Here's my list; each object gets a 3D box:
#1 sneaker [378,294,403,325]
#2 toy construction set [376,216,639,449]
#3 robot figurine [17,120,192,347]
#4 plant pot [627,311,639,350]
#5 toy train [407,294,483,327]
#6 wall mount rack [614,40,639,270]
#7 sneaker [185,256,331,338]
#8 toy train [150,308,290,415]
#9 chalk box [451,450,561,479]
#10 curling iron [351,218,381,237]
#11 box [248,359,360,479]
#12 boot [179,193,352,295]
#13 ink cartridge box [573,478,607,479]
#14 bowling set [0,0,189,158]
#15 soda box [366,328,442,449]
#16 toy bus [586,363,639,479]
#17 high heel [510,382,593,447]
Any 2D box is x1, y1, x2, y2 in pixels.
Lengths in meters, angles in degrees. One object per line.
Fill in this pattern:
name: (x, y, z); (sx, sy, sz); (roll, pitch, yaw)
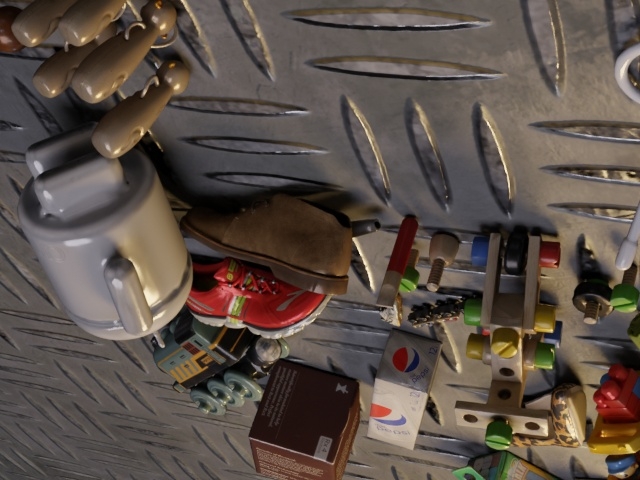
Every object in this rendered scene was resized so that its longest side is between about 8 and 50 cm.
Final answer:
sneaker: (0.107, 0.108, 1.786); (0.037, 0.032, 0.083); (13, 151, 12)
toy construction set: (0.215, 0.129, 1.523); (0.308, 0.237, 0.257); (23, 149, -3)
robot figurine: (-0.302, 0.002, 1.645); (0.199, 0.300, 0.353); (-20, 132, -4)
plant pot: (0.462, 0.135, 1.566); (0.079, 0.083, 0.083); (41, 148, -12)
toy train: (0.192, 0.109, 1.740); (0.036, 0.027, 0.158); (25, 153, -33)
wall mount rack: (0.446, -0.064, 1.150); (0.350, 0.130, 0.304); (16, 152, 9)
sneaker: (-0.116, 0.080, 1.812); (0.279, 0.107, 0.118); (-1, 137, 31)
toy train: (-0.189, 0.201, 2.052); (0.190, 0.142, 0.334); (39, 151, -10)
chalk box: (0.350, 0.496, 2.217); (0.213, 0.132, 0.132); (29, 151, -17)
curling iron: (0.000, 0.000, 1.660); (0.068, 0.035, 0.274); (29, 152, -26)
box: (-0.026, 0.356, 2.171); (0.167, 0.168, 0.203); (15, 152, 11)
boot: (-0.074, -0.019, 1.631); (0.305, 0.115, 0.112); (18, -168, 37)
ink cartridge box: (0.548, 0.590, 2.190); (0.088, 0.193, 0.235); (-5, 143, 38)
bowling set: (-0.270, -0.250, 1.312); (0.200, 0.154, 0.287); (34, 156, 13)
soda box: (0.140, 0.261, 1.970); (0.091, 0.098, 0.286); (16, 153, 8)
toy bus: (0.467, 0.289, 1.689); (0.211, 0.220, 0.149); (41, 151, -24)
high heel: (0.342, 0.288, 1.883); (0.186, 0.093, 0.261); (2, 157, 19)
